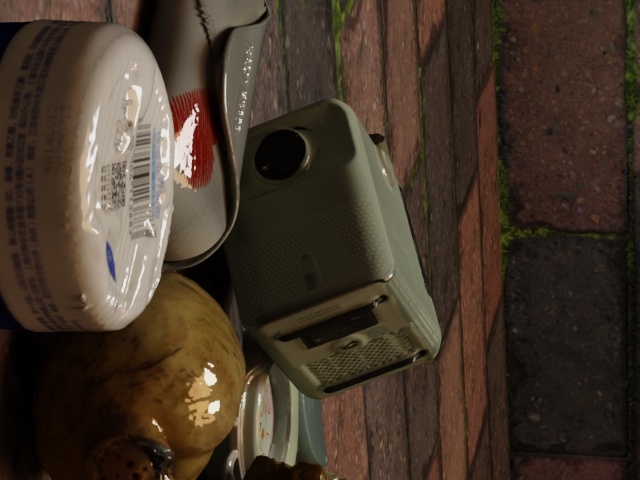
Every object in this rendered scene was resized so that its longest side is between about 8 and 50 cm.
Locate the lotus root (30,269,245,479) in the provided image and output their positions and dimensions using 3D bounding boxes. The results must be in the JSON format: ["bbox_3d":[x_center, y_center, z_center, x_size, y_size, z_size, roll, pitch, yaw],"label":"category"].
[{"bbox_3d":[-0.131,0.105,1.358,0.154,0.140,0.257,-48,-171,17],"label":"lotus root"}]

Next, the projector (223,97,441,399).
[{"bbox_3d":[0.000,0.000,1.760,0.177,0.163,0.242,56,18,-56],"label":"projector"}]

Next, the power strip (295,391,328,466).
[{"bbox_3d":[-0.024,0.135,2.014,0.167,0.054,0.253,55,38,-65],"label":"power strip"}]

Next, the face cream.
[{"bbox_3d":[-0.167,-0.042,1.254,0.206,0.111,0.206,3,90,-76],"label":"face cream"}]

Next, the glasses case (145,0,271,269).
[{"bbox_3d":[-0.101,-0.134,1.580,0.128,0.083,0.308,69,26,-60],"label":"glasses case"}]

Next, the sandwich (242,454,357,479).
[{"bbox_3d":[-0.024,0.364,1.772,0.262,0.131,0.325,-66,158,-19],"label":"sandwich"}]

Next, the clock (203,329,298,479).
[{"bbox_3d":[-0.069,0.169,1.801,0.191,0.062,0.151,-27,118,-75],"label":"clock"}]
